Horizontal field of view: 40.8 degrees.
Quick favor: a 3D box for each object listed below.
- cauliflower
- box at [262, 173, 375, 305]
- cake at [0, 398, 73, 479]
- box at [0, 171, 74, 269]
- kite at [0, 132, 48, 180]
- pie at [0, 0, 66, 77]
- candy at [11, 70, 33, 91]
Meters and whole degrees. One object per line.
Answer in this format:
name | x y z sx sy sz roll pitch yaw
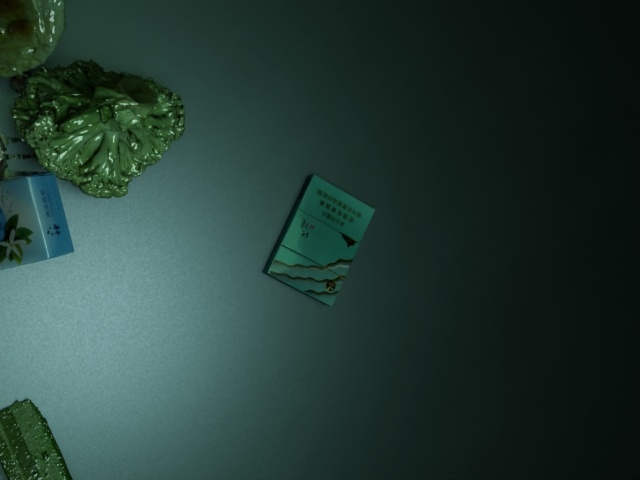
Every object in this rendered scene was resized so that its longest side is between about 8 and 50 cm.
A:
cauliflower | -0.382 -0.222 1.518 0.272 0.250 0.275 39 56 -19
box | 0.000 0.001 1.788 0.162 0.041 0.229 29 78 -19
cake | -0.508 0.403 1.536 0.100 0.099 0.235 -25 97 -23
box | -0.551 -0.021 1.468 0.232 0.083 0.142 -11 95 17
kite | -0.577 -0.146 1.566 0.230 0.016 0.127 1 91 -20
pie | -0.579 -0.416 1.459 0.307 0.071 0.306 4 107 12
candy | -0.565 -0.357 1.558 0.053 0.046 0.182 -20 101 -25
